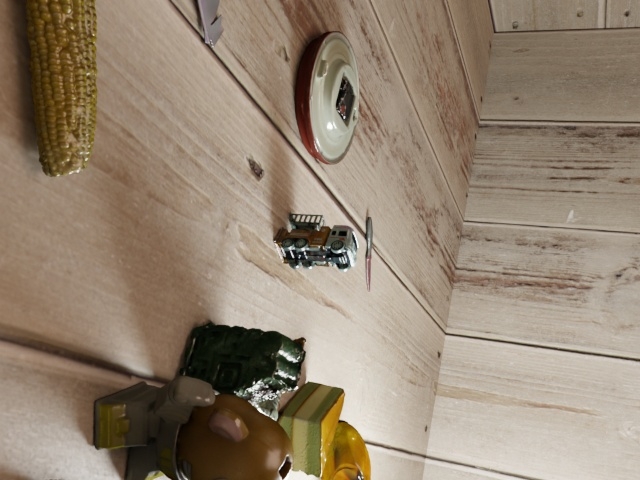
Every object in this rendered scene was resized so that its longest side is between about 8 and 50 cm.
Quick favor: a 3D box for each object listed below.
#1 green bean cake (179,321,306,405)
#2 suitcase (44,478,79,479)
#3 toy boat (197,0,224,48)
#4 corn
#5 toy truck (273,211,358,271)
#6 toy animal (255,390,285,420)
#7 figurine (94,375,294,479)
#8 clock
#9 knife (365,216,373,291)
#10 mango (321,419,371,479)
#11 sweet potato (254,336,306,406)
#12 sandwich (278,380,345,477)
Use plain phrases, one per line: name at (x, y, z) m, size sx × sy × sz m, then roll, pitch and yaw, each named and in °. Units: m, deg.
green bean cake at (-0.144, 0.247, 1.185) m, size 0.107 × 0.208 × 0.194 m, roll 51°, pitch 47°, yaw -55°
suitcase at (-0.269, 0.443, 0.943) m, size 0.312 × 0.202 × 0.128 m, roll 67°, pitch 26°, yaw -47°
toy boat at (-0.187, -0.492, 1.101) m, size 0.318 × 0.071 × 0.219 m, roll 62°, pitch 43°, yaw -57°
corn at (-0.318, -0.223, 0.832) m, size 0.086 × 0.086 × 0.288 m, roll -23°, pitch 117°, yaw -64°
toy truck at (0.000, 0.001, 1.502) m, size 0.080 × 0.177 × 0.115 m, roll 71°, pitch 32°, yaw -45°
toy animal at (-0.136, 0.368, 1.385) m, size 0.170 × 0.089 × 0.255 m, roll 77°, pitch 32°, yaw -44°
figurine at (-0.175, 0.310, 1.024) m, size 0.342 × 0.284 × 0.167 m, roll 53°, pitch 45°, yaw -60°
clock at (0.035, -0.342, 1.631) m, size 0.318 × 0.080 × 0.319 m, roll 5°, pitch 90°, yaw -67°
knife at (0.149, 0.046, 2.064) m, size 0.035 × 0.018 × 0.248 m, roll -41°, pitch 133°, yaw -62°
mango at (0.066, 0.602, 1.853) m, size 0.166 × 0.136 × 0.236 m, roll -69°, pitch 151°, yaw -64°
sweet potato at (-0.140, 0.313, 1.274) m, size 0.346 × 0.108 × 0.079 m, roll -62°, pitch -168°, yaw -20°
sandwich at (-0.018, 0.452, 1.641) m, size 0.187 × 0.117 × 0.144 m, roll -37°, pitch 131°, yaw -63°
